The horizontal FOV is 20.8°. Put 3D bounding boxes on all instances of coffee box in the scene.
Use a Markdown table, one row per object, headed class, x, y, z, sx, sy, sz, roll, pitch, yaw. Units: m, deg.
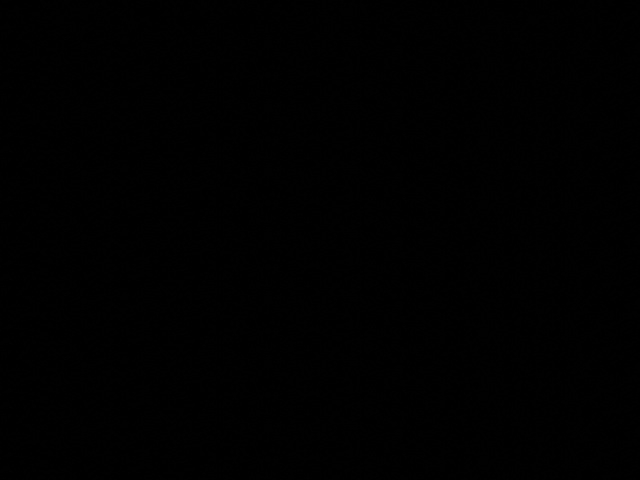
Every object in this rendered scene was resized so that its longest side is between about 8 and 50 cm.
| class | x | y | z | sx | sy | sz | roll | pitch | yaw |
| --- | --- | --- | --- | --- | --- | --- | --- | --- | --- |
| coffee box | 0.091 | -0.051 | 0.125 | 0.337 | 0.338 | 0.334 | -81 | 172 | -75 |
